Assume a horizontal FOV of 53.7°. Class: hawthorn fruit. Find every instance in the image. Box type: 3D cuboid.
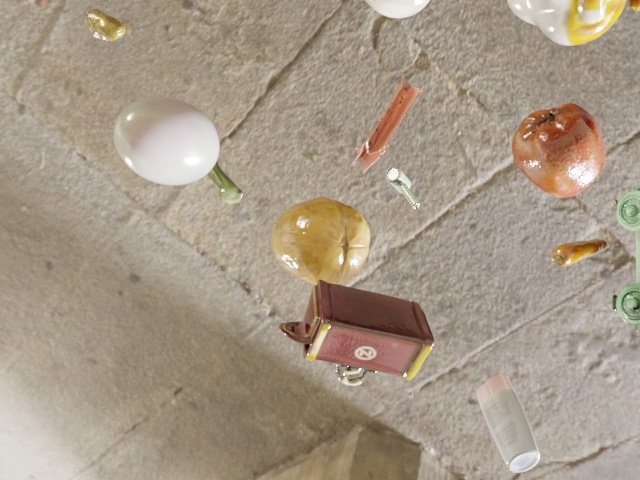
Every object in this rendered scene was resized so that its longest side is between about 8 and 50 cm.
[{"bbox_3d":[0.371,-0.138,0.976,0.133,0.133,0.138,-20,119,26],"label":"hawthorn fruit"}]

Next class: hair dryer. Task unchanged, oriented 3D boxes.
[{"bbox_3d":[0.190,-0.102,1.370,0.038,0.124,0.063,-39,144,13],"label":"hair dryer"}]

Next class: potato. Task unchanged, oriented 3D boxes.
[{"bbox_3d":[-0.389,-0.383,1.133,0.092,0.045,0.046,32,125,19],"label":"potato"}]

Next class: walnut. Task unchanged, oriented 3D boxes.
[{"bbox_3d":[0.000,0.000,1.289,0.193,0.226,0.193,-2,96,-17],"label":"walnut"}]

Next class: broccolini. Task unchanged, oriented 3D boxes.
[{"bbox_3d":[-0.249,-0.178,1.243,0.074,0.392,0.079,-14,123,-21],"label":"broccolini"}]

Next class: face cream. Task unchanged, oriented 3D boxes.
[{"bbox_3d":[0.372,0.362,1.261,0.057,0.198,0.084,36,114,-23],"label":"face cream"}]

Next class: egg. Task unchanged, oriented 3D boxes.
[{"bbox_3d":[-0.182,-0.118,0.753,0.103,0.135,0.103,-6,81,37],"label":"egg"}]

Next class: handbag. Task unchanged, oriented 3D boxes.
[{"bbox_3d":[0.155,-0.277,1.532,0.059,0.212,0.157,32,163,-4],"label":"handbag"}]

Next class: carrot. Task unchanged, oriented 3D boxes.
[{"bbox_3d":[0.522,0.020,1.261,0.043,0.248,0.043,6,99,42],"label":"carrot"}]

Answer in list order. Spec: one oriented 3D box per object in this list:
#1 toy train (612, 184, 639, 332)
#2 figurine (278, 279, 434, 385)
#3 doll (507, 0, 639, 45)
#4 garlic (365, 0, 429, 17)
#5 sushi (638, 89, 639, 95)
[{"bbox_3d":[0.768,0.036,1.330,0.160,0.397,0.253,6,173,-31],"label":"toy train"},{"bbox_3d":[0.030,0.106,0.667,0.154,0.082,0.098,11,118,-9],"label":"figurine"},{"bbox_3d":[0.317,-0.368,0.799,0.166,0.269,0.162,44,99,26],"label":"doll"},{"bbox_3d":[0.172,-0.600,1.401,0.203,0.281,0.184,0,90,-10],"label":"garlic"},{"bbox_3d":[0.649,-0.312,0.928,0.182,0.196,0.343,49,140,28],"label":"sushi"}]
